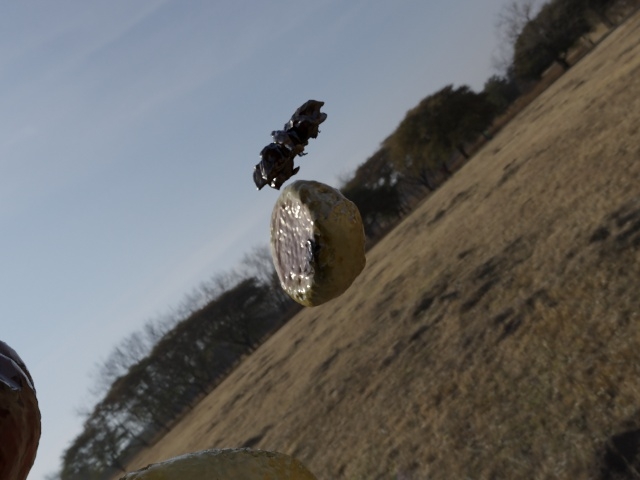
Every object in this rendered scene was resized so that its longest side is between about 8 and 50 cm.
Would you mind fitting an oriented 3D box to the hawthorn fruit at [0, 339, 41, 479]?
[{"bbox_3d":[-0.565,0.276,0.746,0.402,0.403,0.403,-41,-3,-2],"label":"hawthorn fruit"}]

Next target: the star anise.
[{"bbox_3d":[-0.050,-0.159,1.027,0.177,0.073,0.234,-51,-2,6],"label":"star anise"}]

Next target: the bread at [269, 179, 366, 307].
[{"bbox_3d":[0.000,0.000,1.158,0.134,0.245,0.244,-7,-23,-33],"label":"bread"}]

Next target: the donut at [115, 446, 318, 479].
[{"bbox_3d":[-0.139,0.386,0.726,0.435,0.164,0.378,21,-60,-43],"label":"donut"}]
